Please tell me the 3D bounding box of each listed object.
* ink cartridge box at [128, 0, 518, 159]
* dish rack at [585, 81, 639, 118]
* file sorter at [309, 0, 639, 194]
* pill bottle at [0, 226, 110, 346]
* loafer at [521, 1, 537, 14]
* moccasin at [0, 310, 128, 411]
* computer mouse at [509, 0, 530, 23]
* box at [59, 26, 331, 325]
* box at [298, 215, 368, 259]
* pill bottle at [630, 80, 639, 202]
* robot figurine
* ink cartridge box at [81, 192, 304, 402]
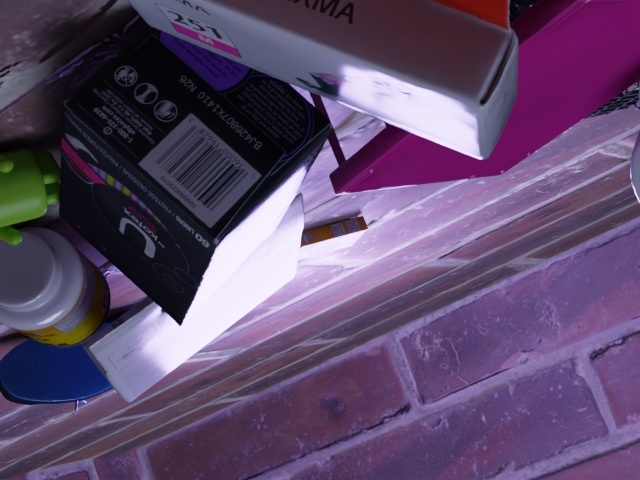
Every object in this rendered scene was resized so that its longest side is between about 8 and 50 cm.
[{"bbox_3d":[-0.016,-0.151,0.682,0.060,0.275,0.239,-65,167,-4],"label":"ink cartridge box"},{"bbox_3d":[0.394,-0.225,1.402,0.208,0.074,0.271,-11,166,-32],"label":"dish rack"},{"bbox_3d":[0.136,-0.187,0.889,0.202,0.182,0.291,-9,162,-39],"label":"file sorter"},{"bbox_3d":[-0.319,0.053,1.295,0.117,0.117,0.215,-21,167,-3],"label":"pill bottle"},{"bbox_3d":[0.238,-0.213,1.229,0.096,0.084,0.267,12,158,-5],"label":"loafer"},{"bbox_3d":[-0.350,0.193,1.783,0.342,0.137,0.117,-11,168,-34],"label":"moccasin"},{"bbox_3d":[0.174,-0.154,1.170,0.072,0.188,0.272,-62,-173,-14],"label":"computer mouse"},{"bbox_3d":[-0.120,-0.055,0.973,0.143,0.165,0.270,-46,176,-22],"label":"box"},{"bbox_3d":[0.000,0.000,1.789,0.136,0.028,0.081,-13,165,-24],"label":"box"},{"bbox_3d":[0.399,-0.164,0.976,0.210,0.210,0.363,-38,-163,52],"label":"pill bottle"},{"bbox_3d":[-0.296,-0.046,1.034,0.115,0.067,0.101,-16,138,-24],"label":"robot figurine"},{"bbox_3d":[-0.170,0.060,1.454,0.308,0.091,0.385,-37,168,-12],"label":"ink cartridge box"}]
